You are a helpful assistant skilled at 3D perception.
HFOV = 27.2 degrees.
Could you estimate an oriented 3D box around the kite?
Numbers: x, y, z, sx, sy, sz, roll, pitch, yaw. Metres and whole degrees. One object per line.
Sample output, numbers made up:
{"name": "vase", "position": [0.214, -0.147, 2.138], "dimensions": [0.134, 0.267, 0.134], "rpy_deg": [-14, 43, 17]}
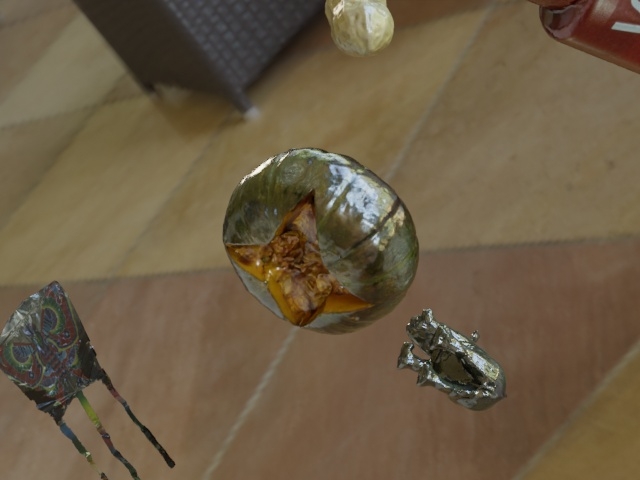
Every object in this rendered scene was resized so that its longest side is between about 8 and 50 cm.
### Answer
{"name": "kite", "position": [-0.292, 0.192, 1.617], "dimensions": [0.152, 0.285, 0.015], "rpy_deg": [-47, -14, 24]}

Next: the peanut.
{"name": "peanut", "position": [0.056, -0.317, 1.864], "dimensions": [0.214, 0.090, 0.098], "rpy_deg": [-102, 29, -59]}

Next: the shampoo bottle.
{"name": "shampoo bottle", "position": [0.292, -0.216, 1.210], "dimensions": [0.118, 0.314, 0.076], "rpy_deg": [-61, 39, 19]}

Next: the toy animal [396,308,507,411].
{"name": "toy animal", "position": [0.088, 0.079, 0.905], "dimensions": [0.047, 0.065, 0.136], "rpy_deg": [-63, 12, 3]}

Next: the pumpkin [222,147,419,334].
{"name": "pumpkin", "position": [0.002, -0.001, 1.556], "dimensions": [0.238, 0.238, 0.159], "rpy_deg": [-9, 29, 43]}
